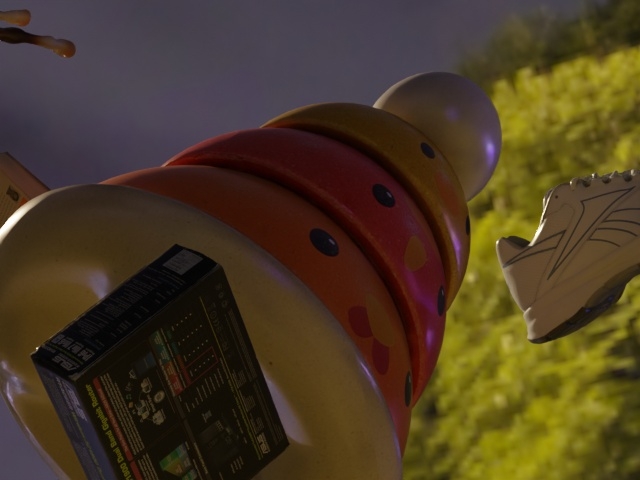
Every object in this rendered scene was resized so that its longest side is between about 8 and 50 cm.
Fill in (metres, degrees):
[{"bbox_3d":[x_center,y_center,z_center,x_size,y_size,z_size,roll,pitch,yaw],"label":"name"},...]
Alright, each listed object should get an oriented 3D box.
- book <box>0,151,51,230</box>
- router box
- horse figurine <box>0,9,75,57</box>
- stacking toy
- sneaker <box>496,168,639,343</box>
[{"bbox_3d":[-0.238,0.008,1.532,0.035,0.144,0.096,-29,-24,-53],"label":"book"},{"bbox_3d":[-0.074,0.077,0.866,0.092,0.038,0.122,-38,-50,-26],"label":"router box"},{"bbox_3d":[-0.295,-0.160,1.238,0.263,0.066,0.174,3,-7,34],"label":"horse figurine"},{"bbox_3d":[0.000,0.000,1.423,0.350,0.480,0.351,21,-45,22],"label":"stacking toy"},{"bbox_3d":[0.285,-0.020,1.766,0.297,0.129,0.111,-39,-15,27],"label":"sneaker"}]
